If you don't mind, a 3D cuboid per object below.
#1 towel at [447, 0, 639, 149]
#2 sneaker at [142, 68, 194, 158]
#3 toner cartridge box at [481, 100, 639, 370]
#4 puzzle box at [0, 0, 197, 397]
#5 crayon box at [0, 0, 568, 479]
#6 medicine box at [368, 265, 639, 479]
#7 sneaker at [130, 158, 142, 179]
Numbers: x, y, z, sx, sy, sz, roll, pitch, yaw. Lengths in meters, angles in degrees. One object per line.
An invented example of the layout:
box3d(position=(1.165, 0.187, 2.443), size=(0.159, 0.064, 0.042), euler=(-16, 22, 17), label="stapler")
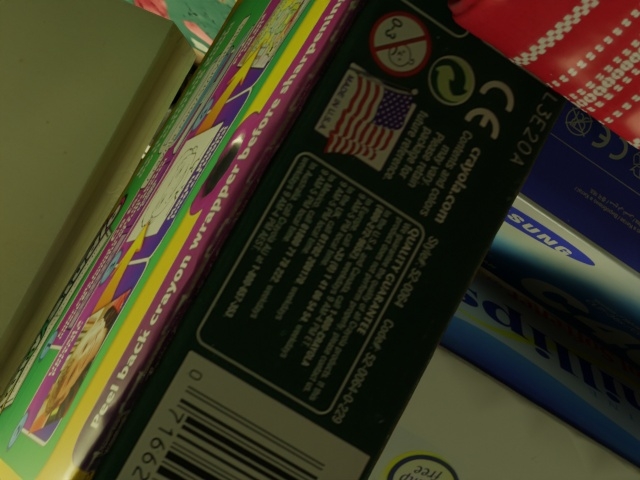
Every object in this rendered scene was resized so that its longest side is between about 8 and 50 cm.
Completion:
box3d(position=(0.200, -0.056, 0.482), size=(0.275, 0.031, 0.199), euler=(33, 143, -14), label="towel")
box3d(position=(-0.115, -0.094, 1.143), size=(0.234, 0.078, 0.106), euler=(38, 168, -24), label="sneaker")
box3d(position=(0.198, 0.017, 0.854), size=(0.348, 0.075, 0.165), euler=(33, 167, -10), label="toner cartridge box")
box3d(position=(-0.312, -0.080, 0.848), size=(0.409, 0.272, 0.052), euler=(25, 171, 18), label="puzzle box")
box3d(position=(-0.033, 0.005, 0.665), size=(0.106, 0.363, 0.313), euler=(32, 168, -14), label="crayon box")
box3d(position=(0.114, 0.109, 0.946), size=(0.263, 0.149, 0.289), euler=(31, -162, -17), label="medicine box")
box3d(position=(-0.217, -0.102, 1.350), size=(0.341, 0.125, 0.139), euler=(22, -167, 23), label="sneaker")
